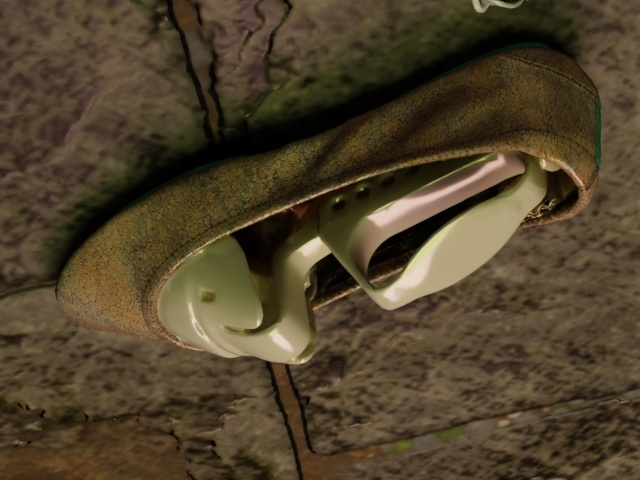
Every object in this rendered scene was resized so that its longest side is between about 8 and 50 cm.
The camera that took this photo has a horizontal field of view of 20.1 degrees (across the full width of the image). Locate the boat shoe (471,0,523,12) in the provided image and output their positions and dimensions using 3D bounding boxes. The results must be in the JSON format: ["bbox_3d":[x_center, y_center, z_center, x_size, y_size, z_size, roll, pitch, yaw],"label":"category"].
[{"bbox_3d":[0.083,-0.144,0.799,0.227,0.081,0.079,-6,141,-10],"label":"boat shoe"}]

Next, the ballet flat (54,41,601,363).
[{"bbox_3d":[0.000,0.000,0.933,0.316,0.106,0.107,-27,139,17],"label":"ballet flat"}]
